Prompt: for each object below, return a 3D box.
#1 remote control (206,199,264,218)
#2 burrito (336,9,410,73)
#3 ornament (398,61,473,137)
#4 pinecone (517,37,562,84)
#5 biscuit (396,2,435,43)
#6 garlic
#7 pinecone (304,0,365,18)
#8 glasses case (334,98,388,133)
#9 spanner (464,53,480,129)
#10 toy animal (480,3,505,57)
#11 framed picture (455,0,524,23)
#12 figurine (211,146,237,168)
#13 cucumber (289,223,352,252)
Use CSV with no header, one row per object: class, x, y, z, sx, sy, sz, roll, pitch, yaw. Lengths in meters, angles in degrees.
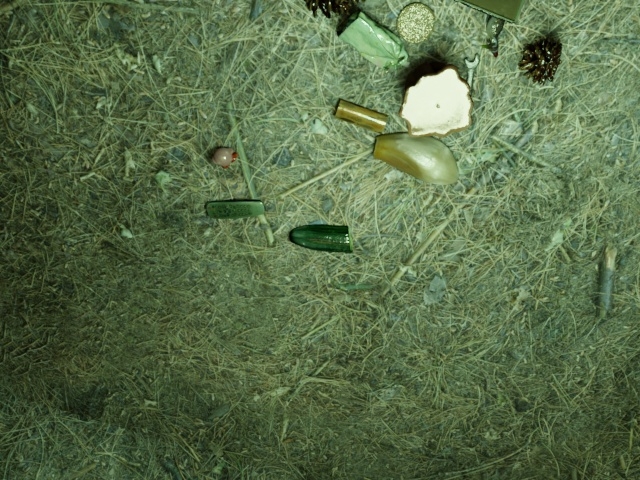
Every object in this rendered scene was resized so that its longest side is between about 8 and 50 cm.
remote control,-0.317,-0.120,2.039,0.222,0.042,0.072,-3,120,9
burrito,0.169,-0.607,1.666,0.229,0.144,0.089,30,79,-18
ornament,0.357,-0.441,1.672,0.221,0.217,0.235,22,120,-6
pinecone,0.661,-0.538,1.636,0.121,0.140,0.140,22,122,16
biscuit,0.292,-0.664,1.667,0.120,0.015,0.120,3,120,6
garlic,0.329,-0.283,1.846,0.318,0.112,0.143,22,123,6
pinecone,0.043,-0.736,1.567,0.204,0.179,0.184,7,140,-13
glasses case,0.136,-0.412,1.818,0.170,0.041,0.064,18,121,-5
spanner,0.478,-0.472,1.758,0.054,0.015,0.254,3,120,7
toy animal,0.522,-0.648,1.622,0.105,0.070,0.202,-10,118,-2
framed picture,0.467,-0.752,1.546,0.265,0.018,0.192,20,93,-5
figurine,-0.342,-0.296,1.924,0.083,0.067,0.071,-46,128,10
cucumber,0.000,0.000,2.063,0.244,0.063,0.115,2,120,7
